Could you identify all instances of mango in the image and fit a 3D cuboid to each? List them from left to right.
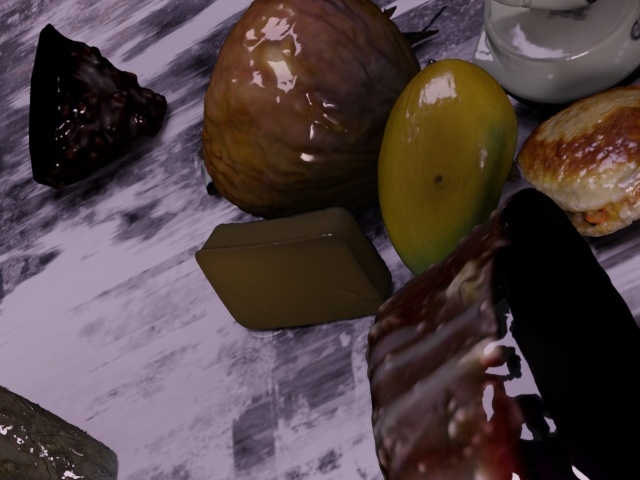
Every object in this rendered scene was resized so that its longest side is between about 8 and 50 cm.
[{"bbox_3d":[0.124,-0.071,1.586,0.137,0.091,0.237,18,91,12],"label":"mango"}]

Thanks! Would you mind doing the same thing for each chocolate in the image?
[{"bbox_3d":[-0.306,-0.173,2.141,0.177,0.206,0.224,3,43,-20],"label":"chocolate"},{"bbox_3d":[0.148,0.135,1.317,0.210,0.225,0.340,-33,33,27],"label":"chocolate"}]

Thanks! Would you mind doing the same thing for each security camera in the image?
[{"bbox_3d":[0.247,-0.285,1.619,0.191,0.277,0.197,9,61,27],"label":"security camera"}]

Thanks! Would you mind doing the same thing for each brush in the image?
[{"bbox_3d":[-0.028,0.030,1.655,0.197,0.123,0.059,-8,41,33],"label":"brush"}]

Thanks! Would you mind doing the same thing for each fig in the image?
[{"bbox_3d":[0.049,-0.122,1.720,0.369,0.286,0.286,27,65,18],"label":"fig"}]

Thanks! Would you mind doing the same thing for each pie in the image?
[{"bbox_3d":[0.298,-0.091,1.551,0.179,0.084,0.205,-37,32,0],"label":"pie"}]

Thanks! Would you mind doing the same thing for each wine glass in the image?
[{"bbox_3d":[-0.133,-0.092,1.959,0.083,0.042,0.039,-106,35,-50],"label":"wine glass"}]

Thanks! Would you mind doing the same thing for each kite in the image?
[{"bbox_3d":[0.063,-0.249,1.910,0.160,0.183,0.010,128,132,-59],"label":"kite"}]

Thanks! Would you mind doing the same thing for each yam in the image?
[{"bbox_3d":[-0.321,0.224,1.656,0.107,0.183,0.107,-39,28,26],"label":"yam"}]
